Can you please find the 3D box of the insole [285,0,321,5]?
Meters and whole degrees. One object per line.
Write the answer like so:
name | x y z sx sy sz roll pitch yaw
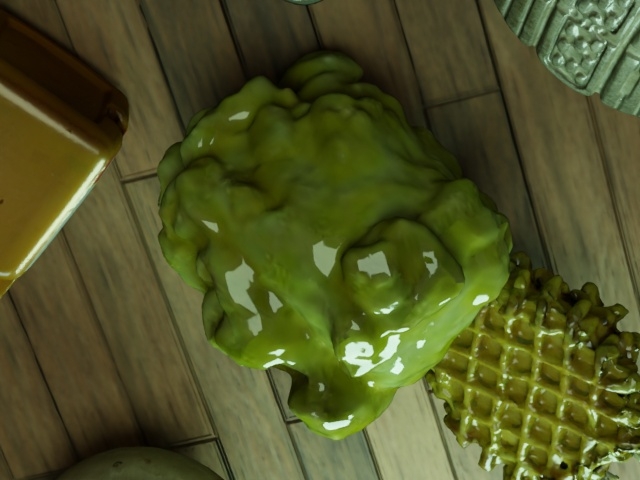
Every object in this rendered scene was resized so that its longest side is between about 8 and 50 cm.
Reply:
insole | 0.024 -0.273 1.358 0.080 0.003 0.232 22 116 -7

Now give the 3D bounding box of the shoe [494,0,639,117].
shoe | 0.290 -0.179 1.297 0.351 0.172 0.198 28 71 -8

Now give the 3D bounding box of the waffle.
waffle | 0.174 0.111 1.467 0.197 0.070 0.193 51 133 5

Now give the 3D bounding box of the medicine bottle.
medicine bottle | -0.265 -0.051 1.429 0.149 0.112 0.222 35 114 -14

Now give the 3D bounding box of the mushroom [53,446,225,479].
mushroom | -0.154 0.287 1.537 0.207 0.215 0.207 4 125 6

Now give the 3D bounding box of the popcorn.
popcorn | 0.000 0.000 1.389 0.242 0.235 0.250 -43 72 11
